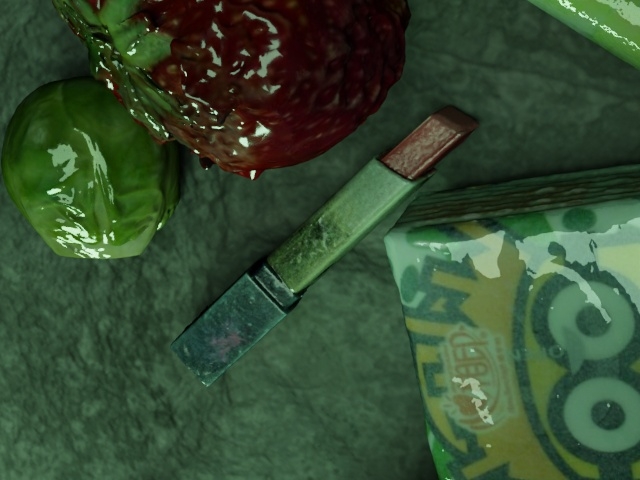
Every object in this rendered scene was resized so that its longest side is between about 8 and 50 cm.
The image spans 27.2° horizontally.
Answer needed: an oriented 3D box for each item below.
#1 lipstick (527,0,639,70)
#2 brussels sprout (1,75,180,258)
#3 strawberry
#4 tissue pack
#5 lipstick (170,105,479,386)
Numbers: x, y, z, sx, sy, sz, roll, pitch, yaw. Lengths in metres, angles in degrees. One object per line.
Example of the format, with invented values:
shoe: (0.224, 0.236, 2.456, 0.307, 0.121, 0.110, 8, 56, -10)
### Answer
lipstick: (0.138, -0.214, 0.922, 0.304, 0.076, 0.076, 35, 115, 4)
brussels sprout: (-0.186, -0.057, 1.054, 0.155, 0.117, 0.155, 3, 102, 13)
strawberry: (-0.058, -0.170, 0.931, 0.220, 0.274, 0.274, -39, 95, -16)
tissue pack: (0.222, 0.065, 0.961, 0.310, 0.128, 0.228, -8, 106, 20)
lipstick: (0.000, 0.000, 1.052, 0.051, 0.051, 0.312, 47, 114, 1)
